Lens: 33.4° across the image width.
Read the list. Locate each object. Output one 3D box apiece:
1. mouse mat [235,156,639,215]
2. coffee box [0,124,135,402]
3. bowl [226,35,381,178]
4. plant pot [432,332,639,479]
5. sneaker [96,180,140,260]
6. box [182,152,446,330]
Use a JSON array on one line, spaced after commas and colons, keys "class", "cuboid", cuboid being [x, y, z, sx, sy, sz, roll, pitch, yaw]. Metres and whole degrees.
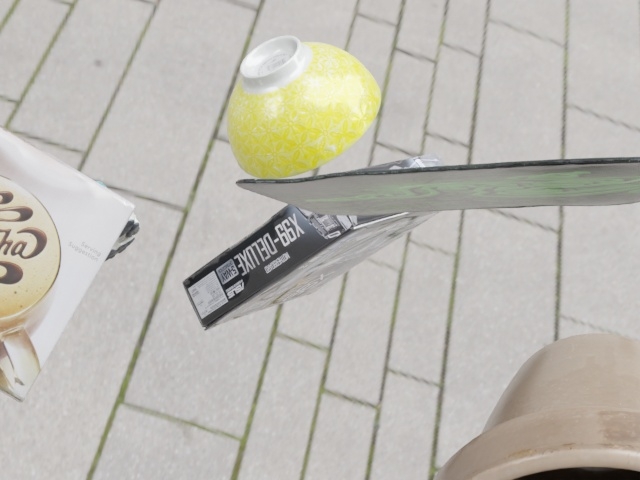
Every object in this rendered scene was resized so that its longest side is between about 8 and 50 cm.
[{"class": "mouse mat", "cuboid": [0.069, -0.024, 0.532, 0.190, 0.152, 0.007, -3, 84, 17]}, {"class": "coffee box", "cuboid": [-0.312, -0.027, 0.782, 0.297, 0.119, 0.168, 33, 76, -16]}, {"class": "bowl", "cuboid": [-0.054, -0.260, 1.856, 0.289, 0.156, 0.289, -18, 38, 15]}, {"class": "plant pot", "cuboid": [0.207, 0.188, 0.799, 0.263, 0.263, 0.229, 24, 33, 0]}, {"class": "sneaker", "cuboid": [-0.357, -0.015, 1.305, 0.275, 0.107, 0.110, -10, 53, -44]}, {"class": "box", "cuboid": [0.000, 0.000, 1.411, 0.242, 0.307, 0.076, -15, 75, -50]}]
